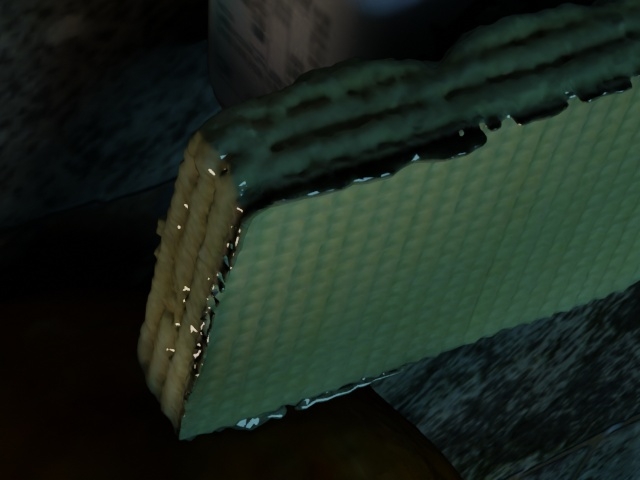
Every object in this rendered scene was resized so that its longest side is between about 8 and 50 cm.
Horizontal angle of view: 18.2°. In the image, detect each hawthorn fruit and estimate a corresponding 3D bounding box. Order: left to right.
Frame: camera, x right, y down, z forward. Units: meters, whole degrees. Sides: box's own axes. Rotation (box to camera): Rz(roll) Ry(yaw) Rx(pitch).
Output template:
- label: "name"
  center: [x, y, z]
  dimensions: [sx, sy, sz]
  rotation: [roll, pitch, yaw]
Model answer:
- label: "hawthorn fruit"
  center: [-0.053, 0.145, 0.796]
  dimensions: [0.277, 0.277, 0.298]
  rotation: [-52, 161, 24]

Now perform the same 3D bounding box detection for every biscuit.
- label: "biscuit"
  center: [0.064, -0.022, 0.659]
  dimensions: [0.252, 0.052, 0.150]
  rotation: [-18, 153, -21]

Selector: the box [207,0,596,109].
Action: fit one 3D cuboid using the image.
- label: "box"
  center: [0.065, -0.172, 0.599]
  dimensions: [0.190, 0.112, 0.370]
  rotation: [-30, 154, -22]
